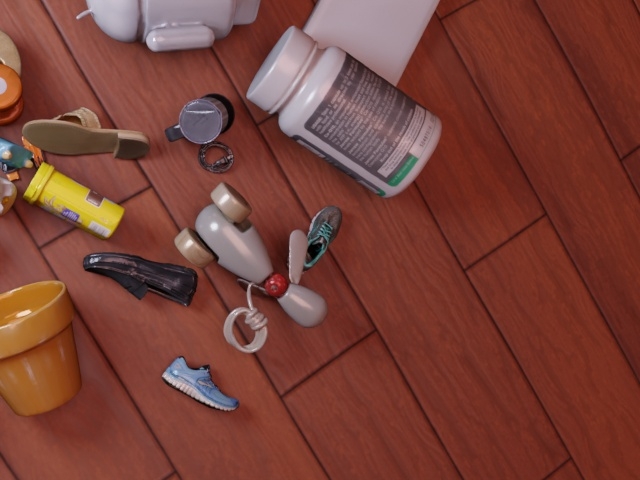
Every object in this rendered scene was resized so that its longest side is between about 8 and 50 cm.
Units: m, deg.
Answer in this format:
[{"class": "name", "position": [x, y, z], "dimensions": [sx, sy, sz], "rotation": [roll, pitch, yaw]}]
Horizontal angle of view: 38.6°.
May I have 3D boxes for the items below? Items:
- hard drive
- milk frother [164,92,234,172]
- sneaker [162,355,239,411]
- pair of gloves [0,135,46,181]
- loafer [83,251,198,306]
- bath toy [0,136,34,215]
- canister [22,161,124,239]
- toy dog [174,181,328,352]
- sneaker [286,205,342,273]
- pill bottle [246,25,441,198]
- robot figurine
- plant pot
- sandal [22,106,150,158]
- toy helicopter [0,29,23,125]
[{"class": "hard drive", "position": [0.120, -0.502, 1.967], "dimensions": [0.233, 0.047, 0.353], "rotation": [30, 77, -15]}, {"class": "milk frother", "position": [-0.215, -0.202, 1.780], "dimensions": [0.129, 0.135, 0.143], "rotation": [-40, 97, 14]}, {"class": "sneaker", "position": [-0.224, 0.279, 1.781], "dimensions": [0.162, 0.063, 0.073], "rotation": [33, 73, -15]}, {"class": "pair of gloves", "position": [-0.564, -0.156, 1.720], "dimensions": [0.083, 0.010, 0.074], "rotation": [-25, 96, -17]}, {"class": "loafer", "position": [-0.344, 0.074, 1.745], "dimensions": [0.223, 0.076, 0.078], "rotation": [14, 74, -22]}, {"class": "bath toy", "position": [-0.642, -0.028, 1.624], "dimensions": [0.129, 0.151, 0.348], "rotation": [24, 80, 19]}, {"class": "canister", "position": [-0.456, -0.069, 1.692], "dimensions": [0.170, 0.126, 0.073], "rotation": [30, 77, -17]}, {"class": "toy dog", "position": [-0.133, 0.033, 1.790], "dimensions": [0.220, 0.161, 0.334], "rotation": [-25, 106, 7]}, {"class": "sneaker", "position": [0.000, 0.000, 1.872], "dimensions": [0.065, 0.076, 0.166], "rotation": [35, 76, -15]}, {"class": "pill bottle", "position": [0.046, -0.259, 1.840], "dimensions": [0.361, 0.204, 0.204], "rotation": [33, 76, -15]}, {"class": "robot figurine", "position": [-0.291, -0.479, 1.738], "dimensions": [0.353, 0.200, 0.300], "rotation": [-6, 58, -20]}, {"class": "plant pot", "position": [-0.517, 0.199, 1.624], "dimensions": [0.205, 0.205, 0.188], "rotation": [-24, 109, -19]}, {"class": "sandal", "position": [-0.446, -0.214, 1.745], "dimensions": [0.240, 0.088, 0.079], "rotation": [6, 53, -26]}, {"class": "toy helicopter", "position": [-0.712, -0.292, 1.614], "dimensions": [0.355, 0.140, 0.235], "rotation": [-21, 91, -18]}]
